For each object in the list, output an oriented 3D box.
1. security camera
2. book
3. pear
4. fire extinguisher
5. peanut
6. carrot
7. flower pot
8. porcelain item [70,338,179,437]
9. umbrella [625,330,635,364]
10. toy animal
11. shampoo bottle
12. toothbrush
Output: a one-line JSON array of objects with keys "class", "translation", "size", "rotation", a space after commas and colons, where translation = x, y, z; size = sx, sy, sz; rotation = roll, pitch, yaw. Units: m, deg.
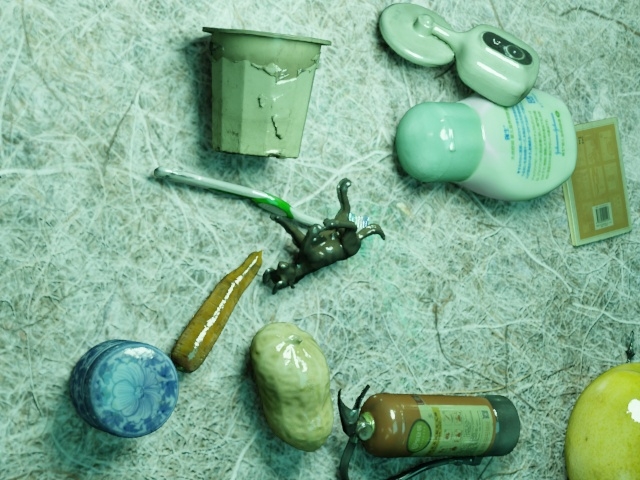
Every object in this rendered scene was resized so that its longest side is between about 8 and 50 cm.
[{"class": "security camera", "translation": [0.250, -0.351, 1.889], "size": [0.301, 0.080, 0.157], "rotation": [26, 48, -2]}, {"class": "book", "translation": [0.562, -0.122, 2.165], "size": [0.170, 0.018, 0.242], "rotation": [-13, 97, -30]}, {"class": "pear", "translation": [0.623, 0.395, 2.037], "size": [0.314, 0.314, 0.315], "rotation": [0, 90, -30]}, {"class": "fire extinguisher", "translation": [0.177, 0.361, 1.888], "size": [0.376, 0.113, 0.200], "rotation": [8, 86, -30]}, {"class": "peanut", "translation": [-0.042, 0.243, 1.758], "size": [0.129, 0.129, 0.224], "rotation": [-23, 103, -28]}, {"class": "carrot", "translation": [-0.167, 0.112, 1.729], "size": [0.059, 0.059, 0.248], "rotation": [43, 66, -23]}, {"class": "flower pot", "translation": [-0.094, -0.236, 1.695], "size": [0.212, 0.212, 0.203], "rotation": [2, 96, -30]}, {"class": "porcelain item", "translation": [-0.299, 0.227, 1.619], "size": [0.147, 0.114, 0.147], "rotation": [1, 89, -31]}, {"class": "umbrella", "translation": [0.644, 0.262, 2.210], "size": [0.022, 0.022, 0.149], "rotation": [4, 95, -53]}, {"class": "toy animal", "translation": [0.000, 0.000, 1.794], "size": [0.232, 0.084, 0.148], "rotation": [-27, 140, -20]}, {"class": "shampoo bottle", "translation": [0.296, -0.179, 1.937], "size": [0.349, 0.151, 0.222], "rotation": [-3, 84, -30]}, {"class": "toothbrush", "translation": [-0.089, -0.062, 1.779], "size": [0.417, 0.042, 0.040], "rotation": [13, 74, -31]}]
